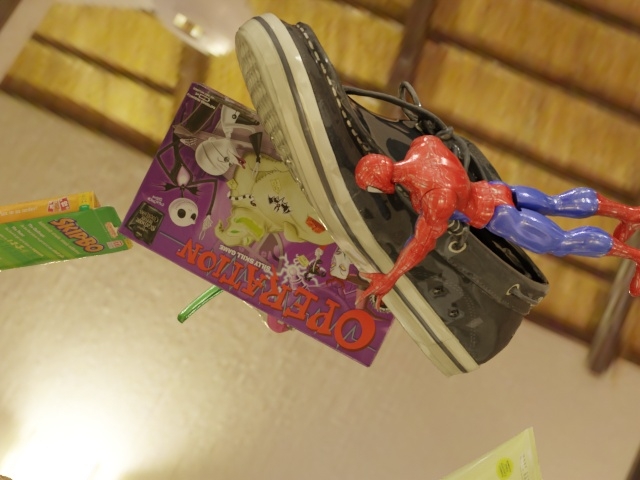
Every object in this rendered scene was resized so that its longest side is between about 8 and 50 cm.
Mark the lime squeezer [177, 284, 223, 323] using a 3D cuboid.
[{"bbox_3d":[-0.071,0.061,2.076,0.310,0.110,0.059,-3,-22,-28],"label":"lime squeezer"}]

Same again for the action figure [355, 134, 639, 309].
[{"bbox_3d":[0.132,-0.001,1.207,0.280,0.091,0.139,18,-49,-28],"label":"action figure"}]

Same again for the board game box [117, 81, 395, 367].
[{"bbox_3d":[-0.044,-0.021,1.758,0.346,0.208,0.056,27,10,6],"label":"board game box"}]

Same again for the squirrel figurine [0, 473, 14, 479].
[{"bbox_3d":[-0.547,0.207,1.830,0.370,0.281,0.397,62,-22,8],"label":"squirrel figurine"}]

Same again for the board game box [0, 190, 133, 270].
[{"bbox_3d":[-0.383,-0.007,1.924,0.259,0.039,0.124,-7,-28,4],"label":"board game box"}]

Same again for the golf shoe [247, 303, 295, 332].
[{"bbox_3d":[0.000,0.000,1.946,0.140,0.306,0.115,34,-47,24],"label":"golf shoe"}]

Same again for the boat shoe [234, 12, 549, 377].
[{"bbox_3d":[0.075,-0.049,1.334,0.500,0.156,0.187,50,8,-47],"label":"boat shoe"}]

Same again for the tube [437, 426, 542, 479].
[{"bbox_3d":[0.142,0.287,1.592,0.062,0.240,0.070,57,-26,24],"label":"tube"}]
